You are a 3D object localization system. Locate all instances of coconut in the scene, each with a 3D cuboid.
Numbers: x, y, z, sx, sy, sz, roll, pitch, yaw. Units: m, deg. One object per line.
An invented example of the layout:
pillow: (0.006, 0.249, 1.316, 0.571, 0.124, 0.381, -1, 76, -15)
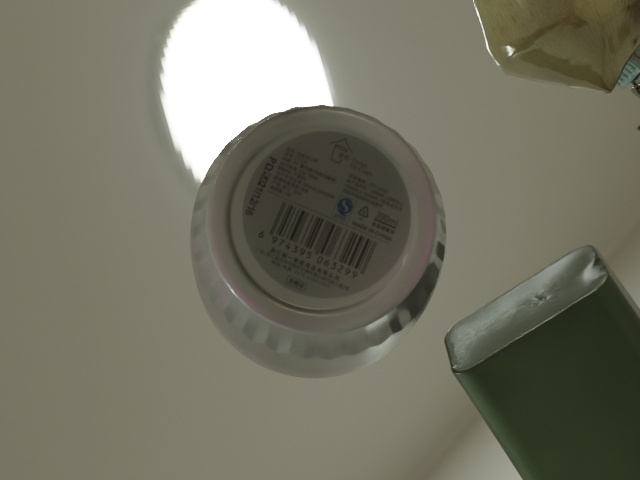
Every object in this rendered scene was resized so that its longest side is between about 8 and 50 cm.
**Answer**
coconut: (0.263, -0.256, 1.943, 0.224, 0.224, 0.224, 11, -105, -44)

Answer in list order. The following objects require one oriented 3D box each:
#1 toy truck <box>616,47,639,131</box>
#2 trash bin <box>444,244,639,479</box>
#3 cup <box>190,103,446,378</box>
toy truck: (0.393, -0.181, 2.114, 0.177, 0.080, 0.115, 39, -115, 2)
trash bin: (0.315, 0.204, 2.052, 0.343, 0.223, 0.158, 55, -171, -20)
cup: (0.000, 0.000, 1.772, 0.253, 0.371, 0.253, 0, -96, -2)
